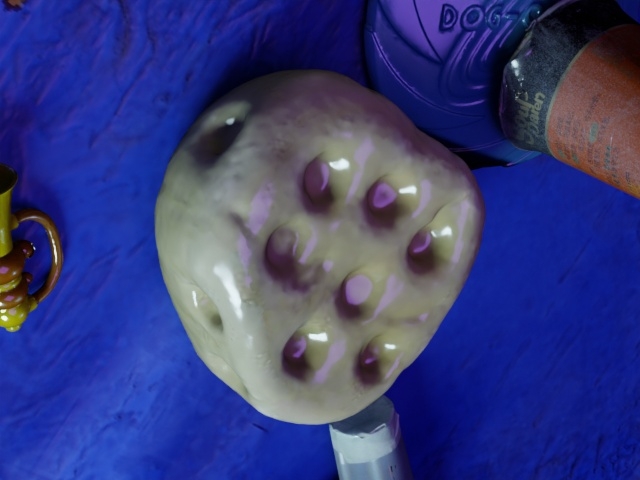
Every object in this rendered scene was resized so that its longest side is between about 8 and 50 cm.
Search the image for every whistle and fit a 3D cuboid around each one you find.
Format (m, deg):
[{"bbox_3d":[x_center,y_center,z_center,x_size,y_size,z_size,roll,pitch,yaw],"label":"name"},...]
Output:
[{"bbox_3d":[-0.192,0.002,0.868,0.046,0.057,0.109,3,130,14],"label":"whistle"}]

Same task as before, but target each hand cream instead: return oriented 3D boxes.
[{"bbox_3d":[0.056,0.234,1.120,0.079,0.048,0.255,-23,124,-16],"label":"hand cream"}]

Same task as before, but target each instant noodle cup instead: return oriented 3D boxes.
[{"bbox_3d":[0.210,-0.087,0.967,0.127,0.136,0.127,-25,135,-28],"label":"instant noodle cup"}]

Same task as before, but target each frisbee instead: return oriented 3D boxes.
[{"bbox_3d":[0.140,-0.160,0.997,0.242,0.045,0.242,-13,117,-26],"label":"frisbee"}]

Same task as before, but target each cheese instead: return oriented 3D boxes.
[{"bbox_3d":[0.000,0.000,0.932,0.218,0.117,0.235,-10,115,-31],"label":"cheese"}]
